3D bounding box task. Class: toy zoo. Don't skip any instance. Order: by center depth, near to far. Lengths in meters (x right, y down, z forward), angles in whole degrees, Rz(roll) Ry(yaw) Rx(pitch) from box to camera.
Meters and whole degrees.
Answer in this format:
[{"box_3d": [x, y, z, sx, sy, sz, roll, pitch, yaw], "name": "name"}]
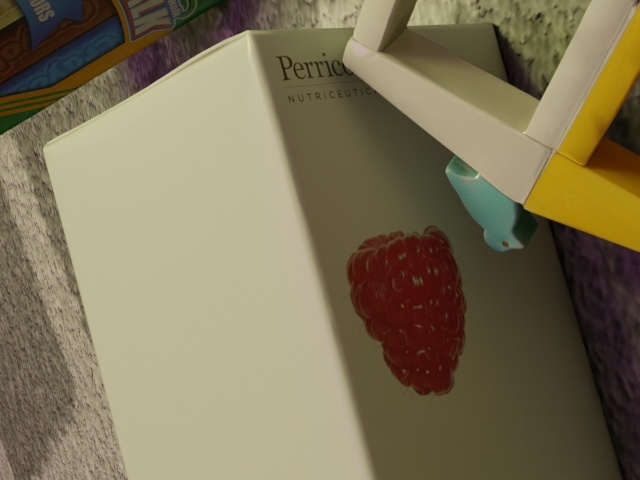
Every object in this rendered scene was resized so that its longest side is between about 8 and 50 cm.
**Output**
[{"box_3d": [0.121, -0.101, 0.405, 0.192, 0.030, 0.293, 30, 135, 10], "name": "toy zoo"}]

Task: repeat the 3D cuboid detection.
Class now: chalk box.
[{"box_3d": [-0.186, -0.229, 0.764, 0.180, 0.288, 0.179, 59, 178, 30], "name": "chalk box"}]

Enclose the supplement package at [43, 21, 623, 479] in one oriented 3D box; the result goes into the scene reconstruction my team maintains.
[{"box_3d": [0.011, 0.059, 0.570, 0.175, 0.177, 0.293, -19, 86, 45], "name": "supplement package"}]
